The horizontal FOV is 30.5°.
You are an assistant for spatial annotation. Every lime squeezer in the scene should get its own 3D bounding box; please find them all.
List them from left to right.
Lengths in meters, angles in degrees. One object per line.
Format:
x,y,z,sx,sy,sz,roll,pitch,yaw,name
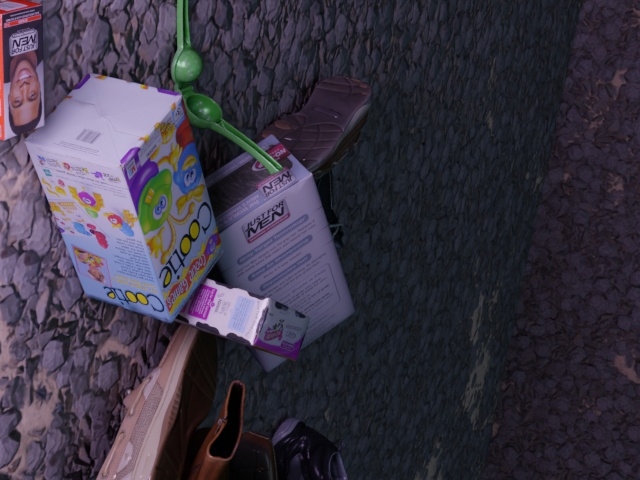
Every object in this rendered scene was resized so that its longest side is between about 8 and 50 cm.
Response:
-0.162,-0.220,1.619,0.059,0.110,0.310,-31,102,-36,lime squeezer

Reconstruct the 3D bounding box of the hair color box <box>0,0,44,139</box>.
-0.343,-0.189,1.297,0.072,0.043,0.141,-36,137,-56,hair color box

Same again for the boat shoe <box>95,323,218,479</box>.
-0.240,0.245,1.716,0.341,0.110,0.122,-72,154,-43,boat shoe

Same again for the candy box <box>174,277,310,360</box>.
-0.151,0.096,1.656,0.159,0.233,0.071,33,74,-65,candy box

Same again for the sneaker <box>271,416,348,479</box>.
-0.039,0.484,2.240,0.101,0.153,0.268,17,89,-66,sneaker

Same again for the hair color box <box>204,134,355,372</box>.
-0.079,0.030,1.837,0.185,0.113,0.374,-34,144,-12,hair color box

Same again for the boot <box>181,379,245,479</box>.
-0.170,0.313,1.781,0.264,0.096,0.280,-71,179,-53,boot

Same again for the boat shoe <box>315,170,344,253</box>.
0.000,0.000,2.105,0.114,0.091,0.302,-36,136,-55,boat shoe

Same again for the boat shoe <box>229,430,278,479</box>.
-0.129,0.462,2.095,0.120,0.122,0.324,-50,155,-53,boat shoe

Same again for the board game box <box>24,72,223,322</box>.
-0.239,-0.051,1.487,0.142,0.144,0.275,-56,151,-36,board game box

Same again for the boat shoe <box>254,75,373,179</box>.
-0.012,-0.152,1.958,0.324,0.123,0.116,-44,150,-40,boat shoe
